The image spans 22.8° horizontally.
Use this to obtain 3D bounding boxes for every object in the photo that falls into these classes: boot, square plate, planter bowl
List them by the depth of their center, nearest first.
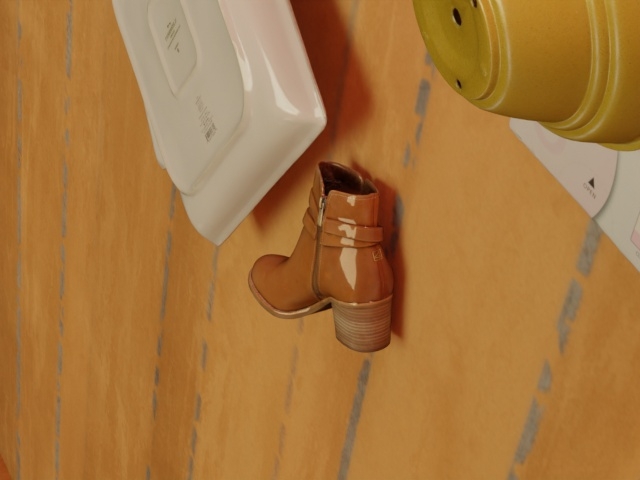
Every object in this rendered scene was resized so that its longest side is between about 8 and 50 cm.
[{"bbox_3d":[0.113,-0.141,0.923,0.217,0.090,0.217,57,159,35],"label":"planter bowl"},{"bbox_3d":[0.000,0.000,1.437,0.197,0.073,0.152,22,124,46],"label":"boot"},{"bbox_3d":[-0.119,-0.199,1.509,0.347,0.049,0.344,-44,62,63],"label":"square plate"}]

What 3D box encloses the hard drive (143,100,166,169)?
[{"bbox_3d":[-0.120,-0.191,1.625,0.318,0.040,0.210,-6,97,66],"label":"hard drive"}]

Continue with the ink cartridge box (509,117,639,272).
[{"bbox_3d":[0.205,-0.107,0.958,0.189,0.066,0.232,55,152,39],"label":"ink cartridge box"}]
